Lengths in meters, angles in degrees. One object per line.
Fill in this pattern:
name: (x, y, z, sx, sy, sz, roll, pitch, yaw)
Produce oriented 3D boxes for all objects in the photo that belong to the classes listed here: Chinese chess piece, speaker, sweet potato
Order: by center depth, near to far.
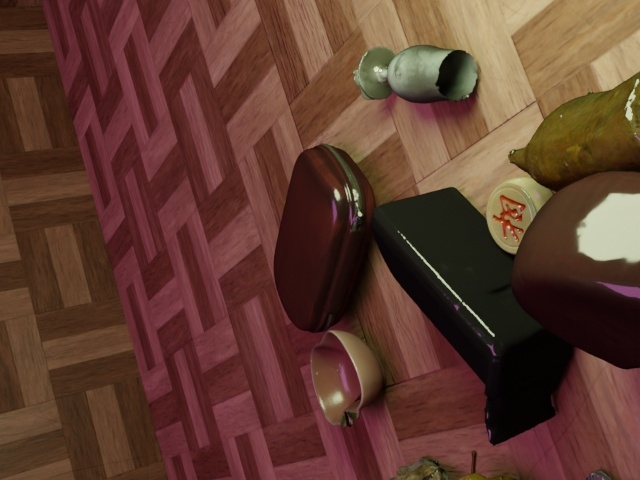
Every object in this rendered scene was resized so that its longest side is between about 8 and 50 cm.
sweet potato: (0.377, -0.124, 1.002, 0.369, 0.157, 0.158, 159, 98, -70)
Chinese chess piece: (0.310, -0.037, 1.229, 0.122, 0.051, 0.122, 27, 122, 53)
speaker: (0.235, 0.106, 1.285, 0.388, 0.180, 0.184, 53, 146, 36)

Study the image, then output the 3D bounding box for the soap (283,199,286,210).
soap: (-0.066, -0.076, 1.875, 0.089, 0.012, 0.034, 13, 110, 57)

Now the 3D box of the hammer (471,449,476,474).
hammer: (0.280, 0.444, 1.474, 0.029, 0.014, 0.123, 17, 111, 47)

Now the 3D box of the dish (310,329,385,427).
dish: (0.067, 0.292, 1.703, 0.213, 0.090, 0.213, 22, 116, 56)

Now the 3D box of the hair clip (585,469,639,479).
hair clip: (0.456, 0.426, 1.136, 0.146, 0.056, 0.187, -21, 78, 52)

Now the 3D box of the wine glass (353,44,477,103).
wine glass: (0.158, -0.281, 1.350, 0.222, 0.103, 0.103, 18, 115, 56)

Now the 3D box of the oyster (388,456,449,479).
oyster: (0.187, 0.562, 1.565, 0.238, 0.114, 0.351, 63, 146, 24)

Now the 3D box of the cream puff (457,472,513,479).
cream puff: (0.294, 0.483, 1.349, 0.189, 0.129, 0.189, -5, 84, 54)

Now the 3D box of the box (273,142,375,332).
box: (0.000, 0.000, 1.680, 0.263, 0.108, 0.404, -120, 35, -43)

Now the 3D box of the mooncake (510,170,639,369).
mooncake: (0.400, 0.054, 0.925, 0.333, 0.174, 0.326, 27, 166, 5)
